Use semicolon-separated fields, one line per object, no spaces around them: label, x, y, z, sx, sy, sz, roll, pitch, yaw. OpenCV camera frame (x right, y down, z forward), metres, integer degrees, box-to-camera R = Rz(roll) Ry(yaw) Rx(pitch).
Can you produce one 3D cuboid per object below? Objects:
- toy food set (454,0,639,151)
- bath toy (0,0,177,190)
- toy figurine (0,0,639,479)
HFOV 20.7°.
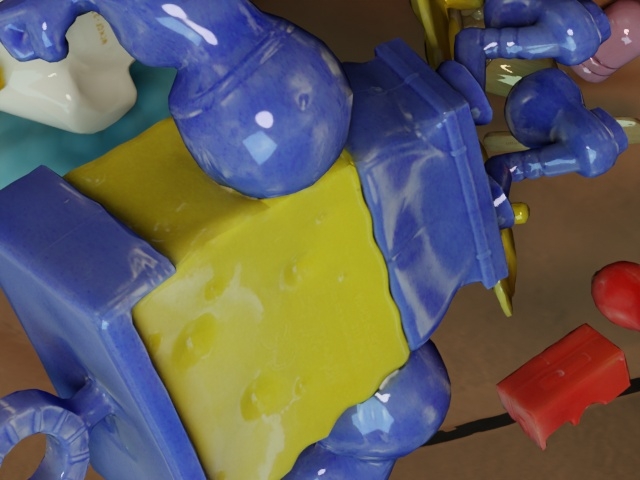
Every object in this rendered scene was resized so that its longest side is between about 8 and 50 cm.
toy food set;0.070;-0.080;0.565;0.078;0.019;0.122;-2;136;19
bath toy;-0.117;-0.126;0.466;0.129;0.151;0.348;38;155;25
toy figurine;0.000;0.000;0.440;0.191;0.217;0.363;42;160;41
